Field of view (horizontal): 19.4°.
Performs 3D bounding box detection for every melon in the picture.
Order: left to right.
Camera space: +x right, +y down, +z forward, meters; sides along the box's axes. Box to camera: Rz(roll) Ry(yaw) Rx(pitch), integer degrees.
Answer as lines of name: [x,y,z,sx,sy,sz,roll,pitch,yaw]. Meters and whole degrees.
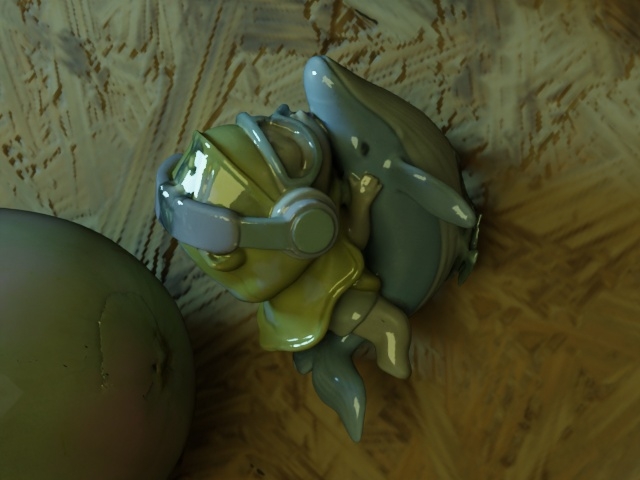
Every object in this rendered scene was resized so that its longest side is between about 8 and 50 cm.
melon: [-0.224,0.097,1.074,0.317,0.223,0.223,-11,89,24]

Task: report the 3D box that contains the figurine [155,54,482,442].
figurine: [0.000,0.000,1.011,0.128,0.183,0.208,-135,44,-58]
